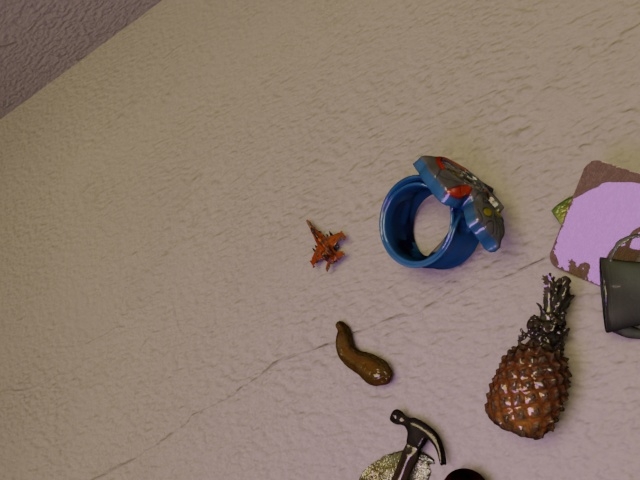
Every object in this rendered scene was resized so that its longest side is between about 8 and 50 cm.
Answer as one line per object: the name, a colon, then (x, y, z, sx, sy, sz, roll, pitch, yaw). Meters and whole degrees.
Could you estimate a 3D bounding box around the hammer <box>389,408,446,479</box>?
hammer: (0.157, 0.637, 1.516, 0.168, 0.044, 0.440, 24, 87, 34)

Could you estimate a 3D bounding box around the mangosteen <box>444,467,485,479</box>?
mangosteen: (0.334, 0.582, 1.414, 0.140, 0.140, 0.140, -11, 68, 29)

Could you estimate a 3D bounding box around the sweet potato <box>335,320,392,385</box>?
sweet potato: (0.101, 0.309, 1.686, 0.081, 0.062, 0.233, -44, 51, -7)

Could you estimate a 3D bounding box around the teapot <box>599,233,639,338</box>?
teapot: (0.671, 0.102, 1.336, 0.148, 0.162, 0.240, -4, 103, 22)

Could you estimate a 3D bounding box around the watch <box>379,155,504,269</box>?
watch: (0.309, -0.033, 1.593, 0.275, 0.241, 0.305, -52, 51, 27)

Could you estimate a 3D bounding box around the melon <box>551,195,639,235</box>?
melon: (0.643, -0.058, 1.471, 0.209, 0.064, 0.118, -3, 78, 34)

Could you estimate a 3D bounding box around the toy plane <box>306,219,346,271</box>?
toy plane: (0.007, 0.004, 1.858, 0.135, 0.062, 0.188, -44, 42, 12)

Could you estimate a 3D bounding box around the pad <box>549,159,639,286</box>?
pad: (0.637, -0.033, 1.425, 0.176, 0.002, 0.266, 26, 112, 29)

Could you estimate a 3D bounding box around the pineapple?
pineapple: (0.484, 0.251, 1.398, 0.174, 0.175, 0.362, 17, 83, 35)

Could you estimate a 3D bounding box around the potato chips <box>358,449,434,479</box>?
potato chips: (0.187, 0.587, 1.553, 0.209, 0.026, 0.142, -47, 56, 8)
